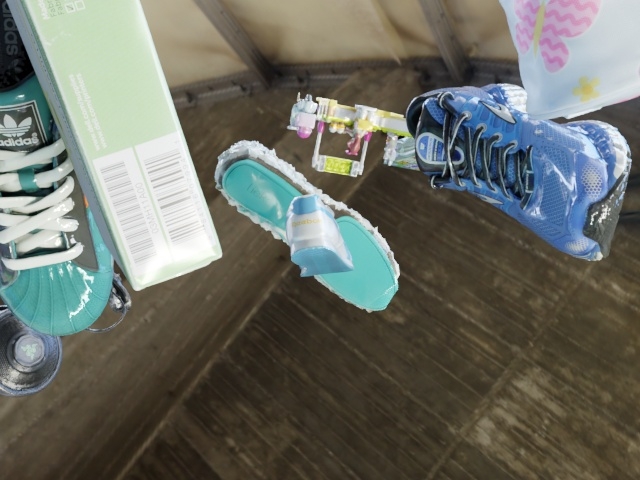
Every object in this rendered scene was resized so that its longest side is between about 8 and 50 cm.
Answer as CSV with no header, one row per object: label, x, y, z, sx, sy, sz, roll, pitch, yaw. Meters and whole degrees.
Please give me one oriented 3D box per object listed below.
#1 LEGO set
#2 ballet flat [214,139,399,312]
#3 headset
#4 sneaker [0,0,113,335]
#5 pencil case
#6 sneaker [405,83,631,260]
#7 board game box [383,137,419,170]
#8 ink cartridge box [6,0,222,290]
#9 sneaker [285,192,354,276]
LEGO set,0.091,-0.136,1.099,0.287,0.132,0.107,11,-80,-6
ballet flat,-0.012,-0.040,1.335,0.147,0.409,0.147,-40,-158,20
headset,-0.487,0.141,1.151,0.394,0.185,0.243,-21,-173,-28
sneaker,-0.214,-0.066,0.525,0.108,0.302,0.121,-11,-167,-12
pencil case,0.150,-0.215,0.482,0.113,0.273,0.124,-24,-173,-24
sneaker,0.171,-0.074,0.730,0.147,0.130,0.330,-1,-158,-15
board game box,0.276,-0.157,1.360,0.317,0.213,0.046,179,-80,-71
ink cartridge box,-0.135,-0.082,0.451,0.056,0.171,0.235,-23,-160,-19
sneaker,0.000,0.000,1.118,0.087,0.228,0.092,-8,-105,3
